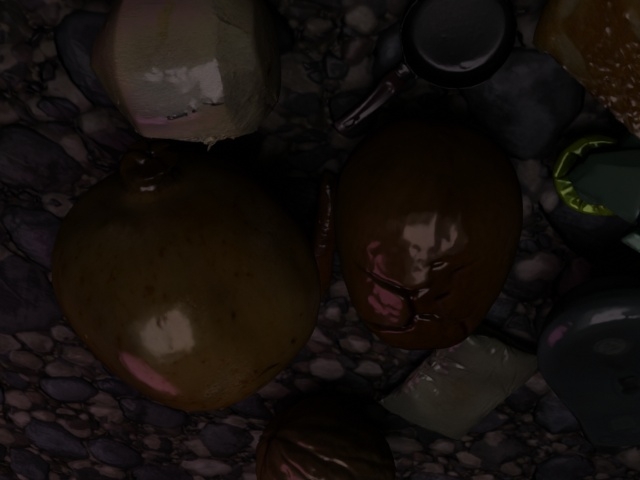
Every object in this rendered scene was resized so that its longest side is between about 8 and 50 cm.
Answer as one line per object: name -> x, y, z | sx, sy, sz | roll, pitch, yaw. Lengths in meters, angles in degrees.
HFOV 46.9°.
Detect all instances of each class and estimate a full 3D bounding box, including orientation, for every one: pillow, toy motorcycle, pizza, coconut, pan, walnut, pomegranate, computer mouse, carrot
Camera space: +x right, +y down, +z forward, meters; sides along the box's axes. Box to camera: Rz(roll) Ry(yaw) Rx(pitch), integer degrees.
pillow -> 0.196, 0.202, 1.042 | 0.148, 0.050, 0.230 | 27, 132, -8
toy motorcycle -> 0.411, -0.047, 0.728 | 0.326, 0.191, 0.200 | 33, 121, 5
pizza -> 0.326, -0.160, 0.656 | 0.181, 0.034, 0.262 | -39, 85, 25
coconut -> -0.133, -0.169, 0.704 | 0.182, 0.171, 0.171 | -8, 128, 11
pan -> 0.097, -0.177, 0.740 | 0.212, 0.040, 0.115 | -36, 118, 24
walnut -> 0.012, 0.336, 1.100 | 0.213, 0.213, 0.213 | 5, 131, 5
pomegranate -> -0.139, 0.043, 0.814 | 0.307, 0.307, 0.307 | 5, 131, 5
walnut -> 0.114, 0.008, 0.796 | 0.203, 0.203, 0.298 | -1, 127, 10
computer mouse -> 0.384, 0.151, 0.922 | 0.188, 0.122, 0.371 | -14, 133, 24
carrot -> 0.000, 0.000, 0.906 | 0.047, 0.047, 0.191 | 11, 130, 0
